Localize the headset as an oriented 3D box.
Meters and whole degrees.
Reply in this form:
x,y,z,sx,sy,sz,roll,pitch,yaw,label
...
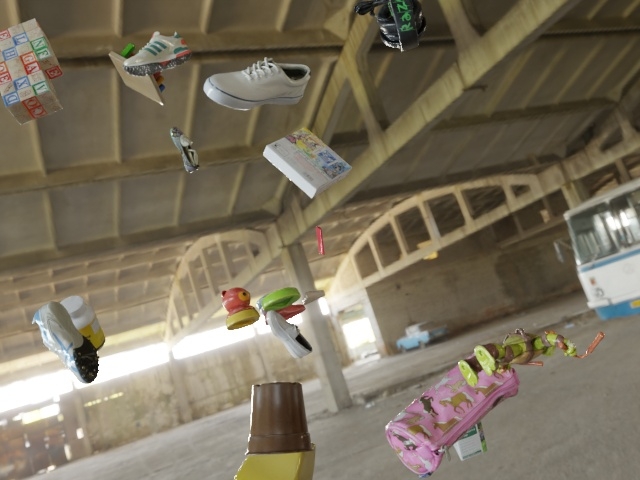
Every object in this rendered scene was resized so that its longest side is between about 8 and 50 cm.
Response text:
x,y,z,sx,sy,sz,roll,pitch,yaw,label
0.176,-0.643,1.543,0.185,0.243,0.394,-16,25,12,headset

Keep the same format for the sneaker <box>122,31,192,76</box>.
x,y,z,sx,sy,sz,roll,pitch,yaw,label
-0.374,-0.422,1.274,0.161,0.075,0.057,-26,-1,-27,sneaker

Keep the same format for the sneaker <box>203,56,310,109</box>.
x,y,z,sx,sy,sz,roll,pitch,yaw,label
-0.126,-0.336,1.179,0.258,0.094,0.091,-20,-29,-46,sneaker

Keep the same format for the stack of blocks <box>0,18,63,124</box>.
x,y,z,sx,sy,sz,roll,pitch,yaw,label
-0.873,-0.507,1.700,0.171,0.297,0.087,-26,-23,-11,stack of blocks

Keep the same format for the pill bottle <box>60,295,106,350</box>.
x,y,z,sx,sy,sz,roll,pitch,yaw,label
-0.739,0.261,1.755,0.103,0.103,0.184,-16,-50,-13,pill bottle

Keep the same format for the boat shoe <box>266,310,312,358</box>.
x,y,z,sx,sy,sz,roll,pitch,yaw,label
-0.086,0.266,1.632,0.063,0.184,0.066,-23,22,22,boat shoe

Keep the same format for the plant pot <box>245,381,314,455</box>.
x,y,z,sx,sy,sz,roll,pitch,yaw,label
-0.104,0.437,1.400,0.167,0.165,0.167,-4,-17,-1,plant pot

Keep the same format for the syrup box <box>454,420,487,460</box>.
x,y,z,sx,sy,sz,roll,pitch,yaw,label
0.456,0.590,1.816,0.093,0.096,0.236,-22,-52,-2,syrup box

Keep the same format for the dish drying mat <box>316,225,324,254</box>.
x,y,z,sx,sy,sz,roll,pitch,yaw,label
0.000,0.000,1.684,0.008,0.083,0.032,-14,21,-21,dish drying mat

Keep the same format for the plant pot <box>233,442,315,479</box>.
x,y,z,sx,sy,sz,roll,pitch,yaw,label
-0.129,0.755,1.923,0.212,0.187,0.212,20,-6,21,plant pot

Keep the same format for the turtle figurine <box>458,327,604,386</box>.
x,y,z,sx,sy,sz,roll,pitch,yaw,label
0.397,0.217,1.122,0.218,0.087,0.269,-8,-17,-24,turtle figurine

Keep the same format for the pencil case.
x,y,z,sx,sy,sz,roll,pitch,yaw,label
0.349,0.436,1.478,0.386,0.167,0.160,-30,-36,-32,pencil case

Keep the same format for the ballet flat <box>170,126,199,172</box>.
x,y,z,sx,sy,sz,roll,pitch,yaw,label
-0.314,-0.217,1.345,0.041,0.114,0.041,-17,21,7,ballet flat

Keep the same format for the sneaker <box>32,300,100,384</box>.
x,y,z,sx,sy,sz,roll,pitch,yaw,label
-0.613,0.255,1.373,0.086,0.237,0.085,-44,-20,10,sneaker

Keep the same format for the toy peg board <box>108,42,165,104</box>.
x,y,z,sx,sy,sz,roll,pitch,yaw,label
-0.567,-0.542,1.830,0.079,0.161,0.160,-56,-13,-17,toy peg board

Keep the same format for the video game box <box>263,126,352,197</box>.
x,y,z,sx,sy,sz,roll,pitch,yaw,label
-0.037,-0.238,1.707,0.187,0.205,0.048,-36,-16,-41,video game box

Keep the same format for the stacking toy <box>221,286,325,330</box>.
x,y,z,sx,sy,sz,roll,pitch,yaw,label
-0.166,0.189,1.957,0.280,0.130,0.309,-34,-22,29,stacking toy
